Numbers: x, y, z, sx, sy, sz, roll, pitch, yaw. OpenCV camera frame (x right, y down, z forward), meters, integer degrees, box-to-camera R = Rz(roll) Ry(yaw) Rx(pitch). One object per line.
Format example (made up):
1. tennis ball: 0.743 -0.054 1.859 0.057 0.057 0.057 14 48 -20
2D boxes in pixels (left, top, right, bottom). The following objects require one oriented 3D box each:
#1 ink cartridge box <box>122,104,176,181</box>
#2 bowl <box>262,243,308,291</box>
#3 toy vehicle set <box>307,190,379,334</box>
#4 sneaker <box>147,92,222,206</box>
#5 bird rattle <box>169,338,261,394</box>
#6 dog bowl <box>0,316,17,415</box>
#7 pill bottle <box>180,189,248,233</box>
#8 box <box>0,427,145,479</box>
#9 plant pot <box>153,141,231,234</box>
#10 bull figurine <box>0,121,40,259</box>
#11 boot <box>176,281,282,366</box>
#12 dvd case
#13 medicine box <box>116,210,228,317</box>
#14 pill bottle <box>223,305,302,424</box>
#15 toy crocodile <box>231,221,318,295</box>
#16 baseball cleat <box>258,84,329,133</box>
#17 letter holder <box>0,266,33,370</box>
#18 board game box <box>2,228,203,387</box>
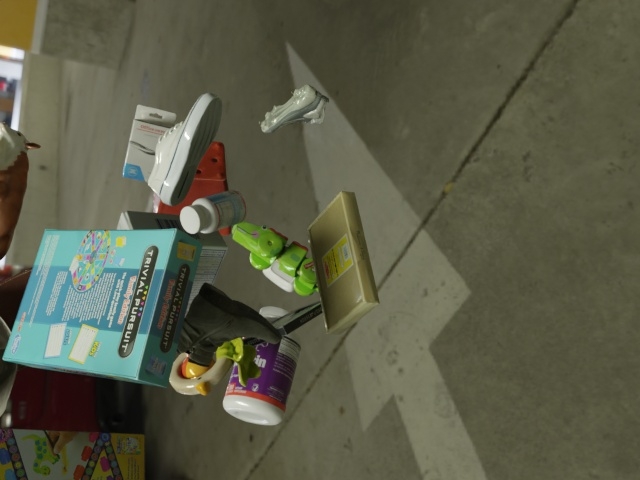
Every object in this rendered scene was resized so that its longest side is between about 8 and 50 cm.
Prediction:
1. ink cartridge box: -0.422 -0.237 1.689 0.060 0.104 0.180 -142 64 -70
2. bowl: -0.113 0.091 2.348 0.142 0.142 0.053 -54 -2 -8
3. toy vehicle set: 0.044 0.049 1.478 0.166 0.035 0.267 -45 48 48
4. sneaker: -0.289 -0.196 1.396 0.091 0.094 0.258 35 111 13
5. bird rattle: -0.282 0.281 1.648 0.253 0.207 0.143 10 132 33
6. dog bowl: -0.834 0.268 1.479 0.102 0.348 0.349 -164 81 -72
7. pill bottle: -0.257 -0.066 1.646 0.087 0.160 0.087 13 112 35
8. box: -0.463 0.401 1.031 0.290 0.279 0.177 -28 58 38
9. plant pot: -0.429 -0.197 2.326 0.236 0.267 0.268 111 156 -50
10. bull figurine: -0.673 -0.081 1.386 0.188 0.101 0.311 -45 -26 -69
11. boot: -0.212 0.209 1.494 0.161 0.246 0.083 -56 35 -2
12. dvd case: -0.078 0.211 1.780 0.179 0.238 0.030 -25 91 40
13. medicine box: -0.438 0.082 1.876 0.149 0.263 0.289 54 129 40
14. pill bottle: -0.161 0.366 2.010 0.181 0.181 0.323 -37 33 56
15. toy crocodile: -0.079 0.045 1.762 0.105 0.340 0.115 -57 -3 -29
16. baseball cleat: -0.059 -0.299 1.659 0.205 0.109 0.072 -24 47 49
17. letter holder: -0.622 0.143 1.654 0.152 0.301 0.215 -106 -6 -78
18. board game box: -0.386 0.110 1.204 0.335 0.079 0.254 1 70 30
